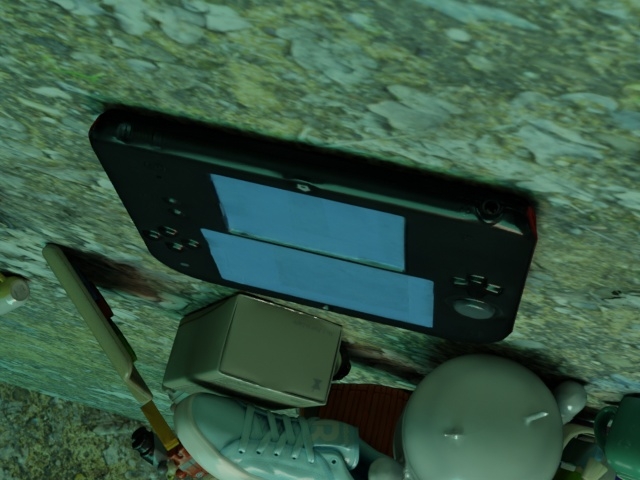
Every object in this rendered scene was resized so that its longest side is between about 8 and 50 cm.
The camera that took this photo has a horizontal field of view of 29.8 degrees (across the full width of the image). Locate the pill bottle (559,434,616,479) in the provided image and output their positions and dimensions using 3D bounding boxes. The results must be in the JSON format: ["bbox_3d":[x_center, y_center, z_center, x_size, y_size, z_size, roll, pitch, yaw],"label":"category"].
[{"bbox_3d":[0.378,0.378,1.895,0.272,0.152,0.152,1,159,42],"label":"pill bottle"}]

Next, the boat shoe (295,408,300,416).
[{"bbox_3d":[0.025,0.355,2.228,0.105,0.113,0.306,16,163,24],"label":"boat shoe"}]

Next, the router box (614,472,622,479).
[{"bbox_3d":[0.492,0.459,1.730,0.082,0.336,0.301,4,159,34],"label":"router box"}]

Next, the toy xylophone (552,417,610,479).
[{"bbox_3d":[0.297,0.378,1.666,0.081,0.323,0.236,38,177,-15],"label":"toy xylophone"}]

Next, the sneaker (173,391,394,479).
[{"bbox_3d":[-0.022,0.283,1.673,0.366,0.135,0.150,29,121,-23],"label":"sneaker"}]

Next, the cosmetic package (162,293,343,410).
[{"bbox_3d":[-0.103,0.167,1.697,0.160,0.113,0.309,20,163,-18],"label":"cosmetic package"}]

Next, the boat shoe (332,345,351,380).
[{"bbox_3d":[0.022,0.175,1.741,0.042,0.049,0.133,-10,163,-15],"label":"boat shoe"}]

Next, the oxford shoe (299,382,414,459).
[{"bbox_3d":[0.141,0.286,1.822,0.363,0.130,0.133,16,-174,-7],"label":"oxford shoe"}]

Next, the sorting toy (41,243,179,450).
[{"bbox_3d":[-0.271,0.154,1.650,0.307,0.041,0.229,54,169,14],"label":"sorting toy"}]

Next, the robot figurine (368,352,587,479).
[{"bbox_3d":[0.199,0.259,1.561,0.300,0.200,0.353,-24,166,-8],"label":"robot figurine"}]

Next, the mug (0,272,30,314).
[{"bbox_3d":[-0.491,0.080,1.871,0.064,0.062,0.078,-12,156,44],"label":"mug"}]

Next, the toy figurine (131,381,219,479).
[{"bbox_3d":[-0.237,0.370,2.339,0.209,0.213,0.148,-4,142,48],"label":"toy figurine"}]

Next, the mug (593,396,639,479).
[{"bbox_3d":[0.426,0.270,1.542,0.129,0.097,0.158,24,170,-2],"label":"mug"}]

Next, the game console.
[{"bbox_3d":[0.000,0.000,1.126,0.386,0.060,0.342,12,164,9],"label":"game console"}]
